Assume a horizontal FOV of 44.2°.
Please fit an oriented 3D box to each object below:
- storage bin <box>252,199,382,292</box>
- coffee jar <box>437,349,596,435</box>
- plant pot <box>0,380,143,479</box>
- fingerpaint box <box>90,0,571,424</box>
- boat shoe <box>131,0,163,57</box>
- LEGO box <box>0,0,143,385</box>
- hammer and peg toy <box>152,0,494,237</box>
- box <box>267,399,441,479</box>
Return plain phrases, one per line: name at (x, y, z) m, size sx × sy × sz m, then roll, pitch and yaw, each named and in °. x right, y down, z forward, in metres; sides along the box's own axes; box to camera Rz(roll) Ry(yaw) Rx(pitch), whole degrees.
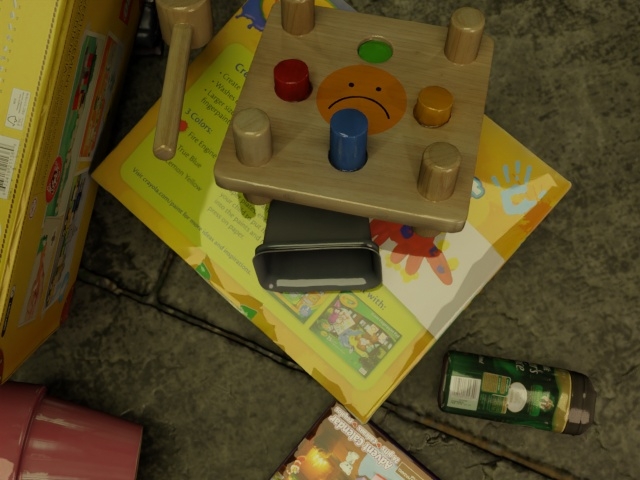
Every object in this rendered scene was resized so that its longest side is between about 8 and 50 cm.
storage bin at (0.000, 0.000, 0.869) m, size 0.135 × 0.098 × 0.091 m, roll -2°, pitch 56°, yaw 6°
coffee jar at (0.241, 0.188, 0.977) m, size 0.184 × 0.096 × 0.079 m, roll 10°, pitch 86°, yaw 5°
plant pot at (-0.319, 0.283, 0.974) m, size 0.180 × 0.201 × 0.201 m, roll 8°, pitch 83°, yaw -10°
fingerpaint box at (0.012, -0.062, 0.997) m, size 0.445 × 0.163 × 0.371 m, roll 40°, pitch 88°, yaw 8°
boat shoe at (-0.364, -0.341, 1.087) m, size 0.340 × 0.127 × 0.158 m, roll 5°, pitch 89°, yaw 6°
LEGO box at (-0.358, -0.123, 0.869) m, size 0.193 × 0.372 × 0.500 m, roll 14°, pitch 96°, yaw -7°
hammer and peg toy at (-0.012, -0.142, 0.826) m, size 0.361 × 0.127 × 0.266 m, roll 11°, pitch 60°, yaw 6°
box at (0.072, 0.365, 0.986) m, size 0.293 × 0.057 × 0.201 m, roll 39°, pitch 88°, yaw 9°
